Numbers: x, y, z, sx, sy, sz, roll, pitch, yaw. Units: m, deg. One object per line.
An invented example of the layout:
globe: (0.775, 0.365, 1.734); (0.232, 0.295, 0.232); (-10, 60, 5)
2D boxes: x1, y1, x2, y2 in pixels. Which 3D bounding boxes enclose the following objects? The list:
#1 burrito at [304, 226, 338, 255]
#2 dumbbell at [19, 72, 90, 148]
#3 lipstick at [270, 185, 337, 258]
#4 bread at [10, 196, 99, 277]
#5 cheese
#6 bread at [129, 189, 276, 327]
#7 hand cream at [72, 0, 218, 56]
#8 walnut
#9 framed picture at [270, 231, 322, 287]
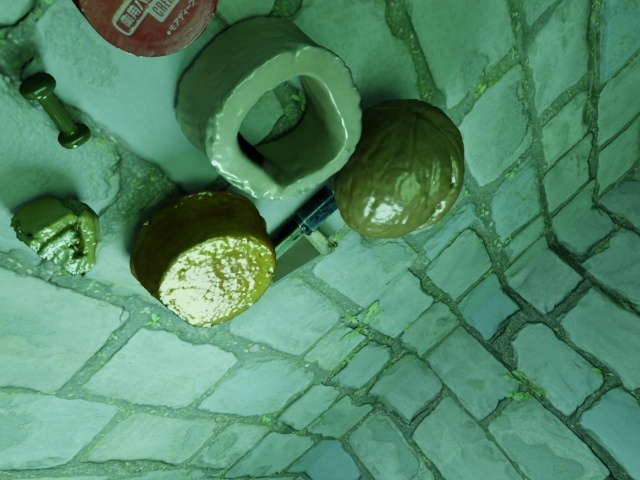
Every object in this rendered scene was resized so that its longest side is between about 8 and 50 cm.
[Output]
burrito: (0.000, 0.000, 1.333); (0.055, 0.041, 0.149); (-55, 145, -5)
dumbbell: (-0.399, -0.194, 0.761); (0.052, 0.046, 0.117); (-36, 145, -16)
lipstick: (-0.083, -0.010, 1.252); (0.312, 0.051, 0.051); (-42, 137, 1)
bread: (-0.439, -0.017, 0.881); (0.110, 0.103, 0.156); (-49, 152, -10)
cheese: (-0.081, -0.227, 0.937); (0.292, 0.153, 0.332); (-44, 144, 4)
bread: (-0.233, 0.041, 1.062); (0.312, 0.172, 0.312); (-23, 140, -21)
hand cream: (-0.243, -0.357, 0.666); (0.193, 0.125, 0.193); (-25, 141, -23)
walnut: (0.167, -0.153, 1.143); (0.333, 0.333, 0.332); (-25, 142, -22)
framed picture: (-0.073, 0.040, 1.353); (0.183, 0.011, 0.141); (-32, 144, -14)
